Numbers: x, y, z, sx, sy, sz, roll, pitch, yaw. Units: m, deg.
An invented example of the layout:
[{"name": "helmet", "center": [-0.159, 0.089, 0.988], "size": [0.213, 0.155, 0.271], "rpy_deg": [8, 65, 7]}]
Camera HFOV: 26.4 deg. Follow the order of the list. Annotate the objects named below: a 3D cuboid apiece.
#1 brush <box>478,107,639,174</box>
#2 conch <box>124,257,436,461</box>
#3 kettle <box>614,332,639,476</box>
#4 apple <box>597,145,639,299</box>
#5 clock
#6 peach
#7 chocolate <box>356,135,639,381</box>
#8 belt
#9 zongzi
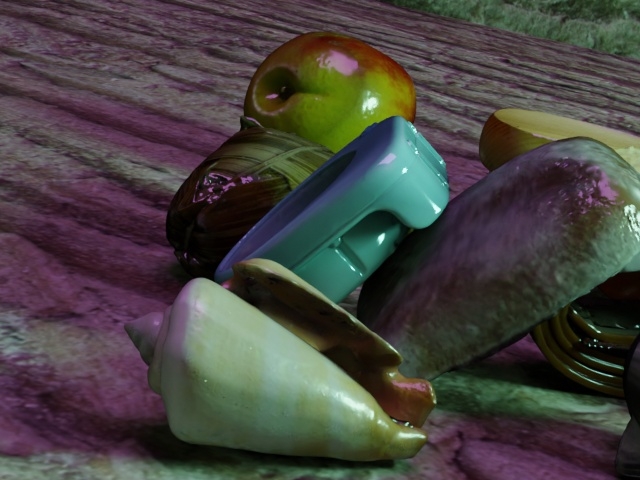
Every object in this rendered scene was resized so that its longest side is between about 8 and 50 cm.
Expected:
[{"name": "brush", "center": [0.316, -0.057, 1.690], "size": [0.266, 0.166, 0.174], "rpy_deg": [11, 17, 5]}, {"name": "conch", "center": [-0.041, 0.118, 1.106], "size": [0.255, 0.127, 0.158], "rpy_deg": [32, 44, -13]}, {"name": "kettle", "center": [0.361, 0.113, 1.096], "size": [0.207, 0.251, 0.271], "rpy_deg": [5, 9, -34]}, {"name": "apple", "center": [0.414, 0.019, 1.509], "size": [0.293, 0.163, 0.251], "rpy_deg": [9, 30, 16]}, {"name": "clock", "center": [0.000, 0.000, 1.317], "size": [0.094, 0.274, 0.223], "rpy_deg": [47, 14, -8]}, {"name": "peach", "center": [0.016, -0.174, 1.830], "size": [0.231, 0.231, 0.231], "rpy_deg": [8, 18, -3]}, {"name": "chocolate", "center": [0.153, 0.011, 1.249], "size": [0.100, 0.303, 0.185], "rpy_deg": [48, 16, -27]}, {"name": "belt", "center": [0.316, 0.054, 1.321], "size": [0.261, 0.184, 0.105], "rpy_deg": [2, 19, -8]}, {"name": "zongzi", "center": [-0.006, -0.020, 1.514], "size": [0.288, 0.134, 0.286], "rpy_deg": [19, 26, 8]}]
